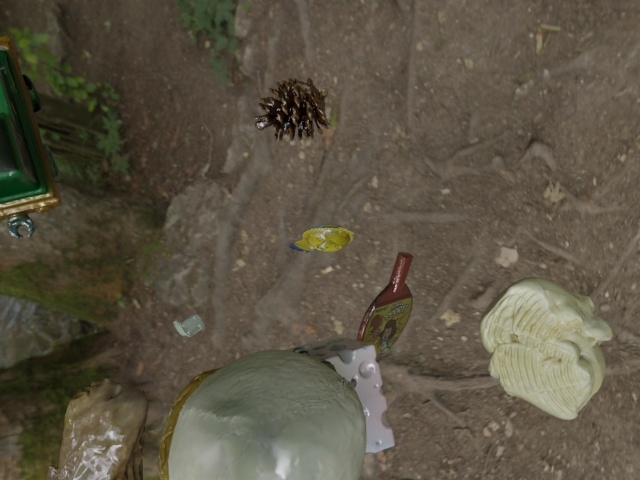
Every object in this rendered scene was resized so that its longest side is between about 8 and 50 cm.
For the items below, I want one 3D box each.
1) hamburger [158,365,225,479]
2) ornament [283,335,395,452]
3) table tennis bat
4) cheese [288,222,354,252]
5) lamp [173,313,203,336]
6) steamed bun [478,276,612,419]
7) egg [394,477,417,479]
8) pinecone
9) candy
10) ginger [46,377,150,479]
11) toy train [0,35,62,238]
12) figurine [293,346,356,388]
[{"bbox_3d":[-0.225,0.398,1.045,0.211,0.132,0.309,-23,45,17],"label":"hamburger"},{"bbox_3d":[0.000,0.381,1.232,0.239,0.240,0.240,166,93,-68],"label":"ornament"},{"bbox_3d":[0.239,0.232,1.782,0.051,0.268,0.414,31,116,38],"label":"table tennis bat"},{"bbox_3d":[0.000,0.000,1.757,0.270,0.177,0.069,-22,58,45],"label":"cheese"},{"bbox_3d":[-0.365,0.233,1.360,0.050,0.056,0.198,56,148,-4],"label":"lamp"},{"bbox_3d":[0.516,0.225,1.172,0.289,0.203,0.276,39,122,13],"label":"steamed bun"},{"bbox_3d":[0.259,0.809,1.543,0.169,0.236,0.169,-3,51,4],"label":"egg"},{"bbox_3d":[-0.083,-0.368,1.453,0.212,0.185,0.168,-5,115,-1],"label":"pinecone"},{"bbox_3d":[-0.077,0.287,0.730,0.295,0.185,0.295,-2,67,5],"label":"candy"},{"bbox_3d":[-0.131,0.243,0.373,0.122,0.084,0.290,-10,102,31],"label":"ginger"},{"bbox_3d":[-0.625,-0.213,0.955,0.178,0.249,0.429,-17,89,-17],"label":"toy train"},{"bbox_3d":[-0.006,0.281,0.958,0.126,0.147,0.192,-52,52,25],"label":"figurine"}]
